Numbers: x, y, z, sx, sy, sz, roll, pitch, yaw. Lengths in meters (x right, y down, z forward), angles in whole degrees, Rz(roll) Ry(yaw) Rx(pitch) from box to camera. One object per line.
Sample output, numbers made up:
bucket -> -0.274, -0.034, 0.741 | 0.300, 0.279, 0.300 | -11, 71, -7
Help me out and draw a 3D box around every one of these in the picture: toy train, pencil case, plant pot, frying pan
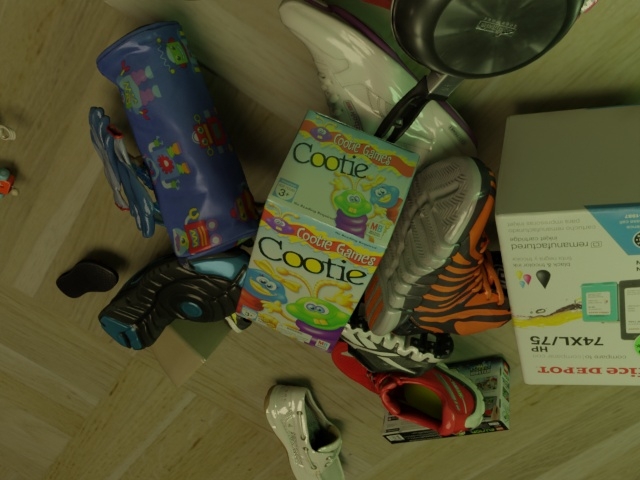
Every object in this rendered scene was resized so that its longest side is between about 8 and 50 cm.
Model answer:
toy train -> -0.512, -0.145, 1.306 | 0.125, 0.046, 0.166 | 25, 137, -5
pencil case -> -0.181, -0.122, 1.085 | 0.133, 0.119, 0.306 | -16, 99, 39
plant pot -> -0.229, 0.166, 1.444 | 0.096, 0.109, 0.109 | 43, 131, -4
frying pan -> 0.120, -0.192, 0.841 | 0.326, 0.053, 0.197 | -34, 141, 31

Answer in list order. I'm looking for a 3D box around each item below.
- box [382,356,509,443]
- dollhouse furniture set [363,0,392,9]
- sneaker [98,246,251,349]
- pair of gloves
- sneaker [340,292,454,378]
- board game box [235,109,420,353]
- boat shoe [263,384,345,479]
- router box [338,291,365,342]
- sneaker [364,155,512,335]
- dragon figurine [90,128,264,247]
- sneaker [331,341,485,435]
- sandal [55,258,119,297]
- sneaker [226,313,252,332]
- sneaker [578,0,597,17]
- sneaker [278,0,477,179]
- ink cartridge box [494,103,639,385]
box -> 0.202, 0.259, 1.359 | 0.207, 0.114, 0.036 | -15, 136, 30
dollhouse furniture set -> -0.021, -0.401, 0.862 | 0.374, 0.152, 0.201 | 25, 137, 20
sneaker -> -0.216, 0.057, 1.296 | 0.340, 0.140, 0.125 | -21, 120, 41
pair of gloves -> -0.265, -0.092, 1.131 | 0.198, 0.023, 0.159 | 35, 142, 53
sneaker -> 0.066, 0.139, 1.214 | 0.234, 0.078, 0.106 | 23, 131, -6
board game box -> 0.000, 0.000, 1.032 | 0.144, 0.142, 0.275 | 22, 146, 1
boat shoe -> -0.006, 0.376, 1.549 | 0.096, 0.098, 0.277 | -10, 125, 28
router box -> 0.067, 0.025, 1.223 | 0.242, 0.081, 0.309 | 12, 133, 9
sneaker -> 0.183, 0.014, 1.052 | 0.180, 0.125, 0.321 | 4, 146, -16
dragon figurine -> -0.214, -0.073, 1.233 | 0.289, 0.085, 0.144 | 13, 133, 7
sneaker -> 0.117, 0.212, 1.296 | 0.279, 0.118, 0.107 | 21, 108, 37
sandal -> -0.401, 0.059, 1.455 | 0.179, 0.040, 0.067 | -16, 119, 47
sneaker -> -0.147, 0.119, 1.423 | 0.035, 0.031, 0.083 | -26, 122, 20
sneaker -> 0.262, -0.316, 0.851 | 0.111, 0.103, 0.252 | 35, 126, -7
sneaker -> 0.050, -0.161, 1.014 | 0.305, 0.114, 0.152 | 42, 102, -17
ink cartridge box -> 0.325, 0.010, 0.983 | 0.198, 0.197, 0.270 | -3, 130, 20
